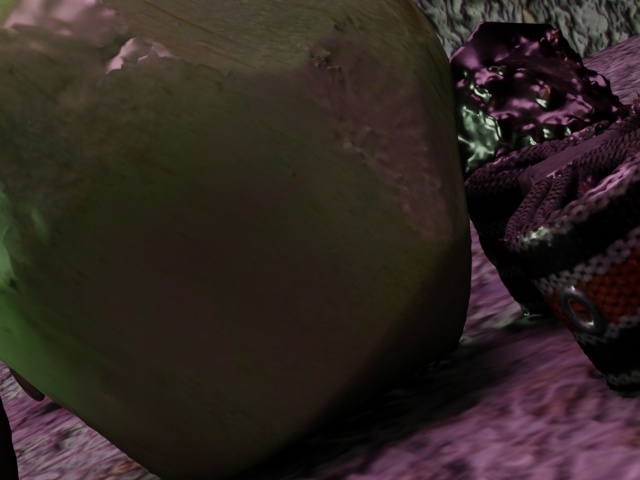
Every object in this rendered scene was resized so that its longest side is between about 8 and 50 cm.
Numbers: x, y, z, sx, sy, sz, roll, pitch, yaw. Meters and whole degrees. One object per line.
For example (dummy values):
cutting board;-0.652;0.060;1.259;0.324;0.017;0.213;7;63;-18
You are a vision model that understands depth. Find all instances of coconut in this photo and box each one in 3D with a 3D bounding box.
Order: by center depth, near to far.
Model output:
coconut;-0.053;-0.028;0.949;0.281;0.328;0.328;-49;2;7

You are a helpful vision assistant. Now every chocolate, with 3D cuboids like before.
chocolate;0.188;-0.089;1.405;0.156;0.156;0.133;-26;23;-27

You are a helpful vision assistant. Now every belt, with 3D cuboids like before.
belt;0.139;-0.004;0.883;0.126;0.094;0.359;-27;3;7

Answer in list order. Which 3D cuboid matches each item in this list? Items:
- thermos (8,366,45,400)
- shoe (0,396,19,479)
thermos;-0.161;0.068;1.485;0.193;0.105;0.137;-29;-21;6
shoe;-0.229;0.089;0.659;0.237;0.171;0.384;-21;29;1
